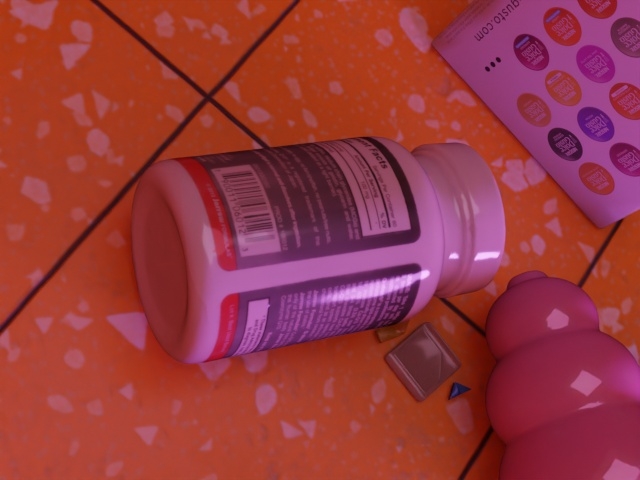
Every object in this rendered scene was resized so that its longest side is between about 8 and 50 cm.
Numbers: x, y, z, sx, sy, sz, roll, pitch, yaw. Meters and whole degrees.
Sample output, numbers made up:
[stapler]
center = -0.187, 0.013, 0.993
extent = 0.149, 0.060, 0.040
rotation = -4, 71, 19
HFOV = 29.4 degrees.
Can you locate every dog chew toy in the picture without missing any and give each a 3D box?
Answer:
[dog chew toy]
center = 0.279, 0.191, 1.360
extent = 0.207, 0.206, 0.331
rotation = -4, 66, -24

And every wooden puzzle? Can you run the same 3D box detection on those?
[wooden puzzle]
center = 0.118, 0.139, 1.408
extent = 0.079, 0.014, 0.116
rotation = -30, 85, -24

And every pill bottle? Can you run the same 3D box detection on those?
[pill bottle]
center = 0.000, 0.000, 1.295
extent = 0.363, 0.210, 0.210
rotation = -8, 76, -26

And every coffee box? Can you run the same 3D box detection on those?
[coffee box]
center = 0.418, -0.279, 1.496
extent = 0.334, 0.337, 0.338
rotation = 48, 61, -2
